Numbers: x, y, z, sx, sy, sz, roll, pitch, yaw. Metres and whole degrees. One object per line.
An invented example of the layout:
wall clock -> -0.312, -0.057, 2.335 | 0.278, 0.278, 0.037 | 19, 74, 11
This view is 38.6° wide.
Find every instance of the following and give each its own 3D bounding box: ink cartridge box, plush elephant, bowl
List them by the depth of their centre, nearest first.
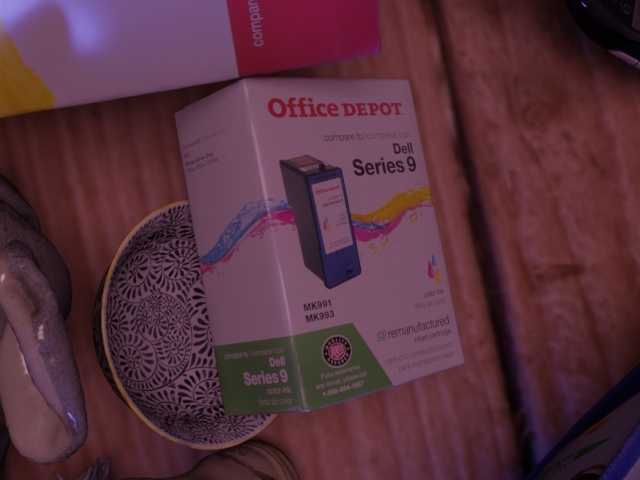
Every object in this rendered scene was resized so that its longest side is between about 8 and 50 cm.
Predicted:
plush elephant -> -0.258, 0.079, 0.559 | 0.330, 0.272, 0.255 | 5, 99, -29
ink cartridge box -> -0.179, -0.226, 0.569 | 0.385, 0.160, 0.279 | -11, 51, -4
ink cartridge box -> 0.000, 0.000, 0.629 | 0.154, 0.093, 0.212 | -7, 84, -41
bowl -> -0.099, 0.061, 0.643 | 0.170, 0.080, 0.170 | 13, 71, -43

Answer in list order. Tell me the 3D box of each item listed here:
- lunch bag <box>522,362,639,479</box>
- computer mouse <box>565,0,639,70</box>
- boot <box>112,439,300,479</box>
lunch bag -> 0.284, 0.233, 0.569 | 0.385, 0.239, 0.328 | -34, 76, -33
computer mouse -> 0.259, -0.129, 0.682 | 0.262, 0.060, 0.184 | 11, 82, -30
boot -> -0.041, 0.257, 0.564 | 0.095, 0.203, 0.262 | -27, 75, 16
